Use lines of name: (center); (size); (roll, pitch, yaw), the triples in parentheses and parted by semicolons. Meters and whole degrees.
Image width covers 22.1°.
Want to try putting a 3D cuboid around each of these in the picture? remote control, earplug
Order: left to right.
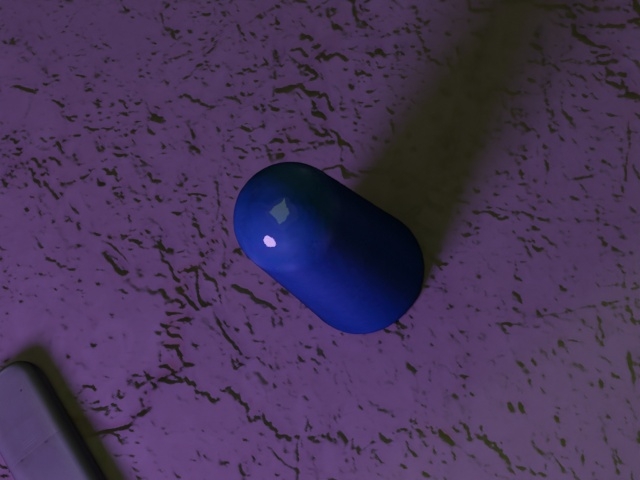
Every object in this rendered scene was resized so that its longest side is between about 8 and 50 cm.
remote control: (-0.278, 0.264, 1.749); (0.090, 0.038, 0.309); (-39, 66, 8)
earplug: (0.000, 0.000, 1.585); (0.132, 0.273, 0.132); (-5, 74, 19)
